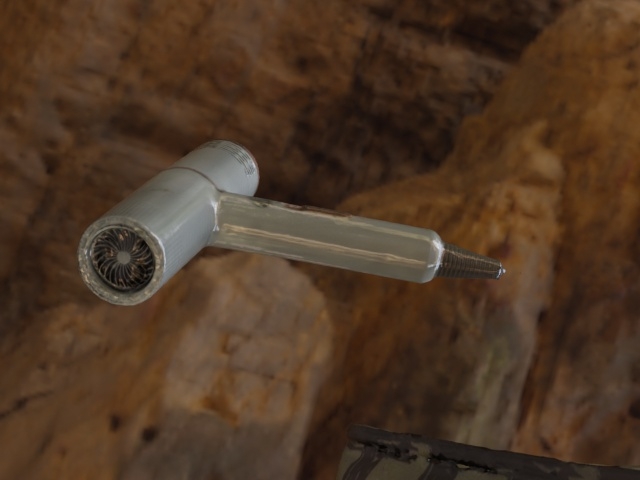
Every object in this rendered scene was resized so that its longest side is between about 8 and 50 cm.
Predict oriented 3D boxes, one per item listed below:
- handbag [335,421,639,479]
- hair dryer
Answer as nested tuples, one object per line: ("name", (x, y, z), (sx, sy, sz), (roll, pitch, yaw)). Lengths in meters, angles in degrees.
("handbag", (0.110, 0.264, 0.681), (0.327, 0.162, 0.325), (-11, -117, 59))
("hair dryer", (0.000, 0.003, 0.623), (0.155, 0.183, 0.044), (-52, 154, -67))
